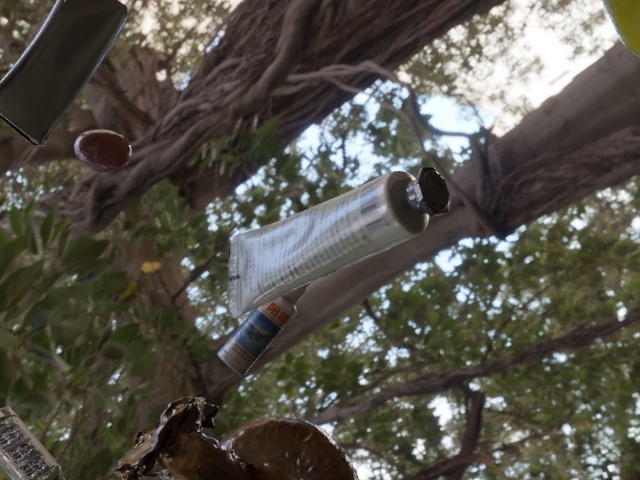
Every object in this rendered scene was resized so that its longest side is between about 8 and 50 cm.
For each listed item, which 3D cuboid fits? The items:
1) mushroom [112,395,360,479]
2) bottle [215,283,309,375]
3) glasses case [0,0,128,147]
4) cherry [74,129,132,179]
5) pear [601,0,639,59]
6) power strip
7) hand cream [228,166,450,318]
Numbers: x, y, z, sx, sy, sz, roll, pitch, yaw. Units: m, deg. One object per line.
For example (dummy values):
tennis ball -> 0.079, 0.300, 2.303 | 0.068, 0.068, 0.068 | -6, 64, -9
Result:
mushroom -> -0.092, 0.411, 1.163 | 0.334, 0.356, 0.331 | 23, -141, 28
bottle -> -0.079, 0.120, 1.196 | 0.060, 0.060, 0.217 | 42, -101, -14
glasses case -> -0.480, -0.326, 1.331 | 0.128, 0.083, 0.308 | 37, -103, -31
cherry -> -0.452, -0.190, 1.532 | 0.126, 0.106, 0.087 | 68, -158, -68
pear -> 0.366, -0.375, 0.742 | 0.191, 0.386, 0.340 | 14, -155, 23
power strip -> -0.568, 0.403, 1.381 | 0.080, 0.286, 0.048 | -31, -51, -33
hand cream -> 0.000, 0.000, 0.592 | 0.050, 0.234, 0.080 | 19, -121, -41
